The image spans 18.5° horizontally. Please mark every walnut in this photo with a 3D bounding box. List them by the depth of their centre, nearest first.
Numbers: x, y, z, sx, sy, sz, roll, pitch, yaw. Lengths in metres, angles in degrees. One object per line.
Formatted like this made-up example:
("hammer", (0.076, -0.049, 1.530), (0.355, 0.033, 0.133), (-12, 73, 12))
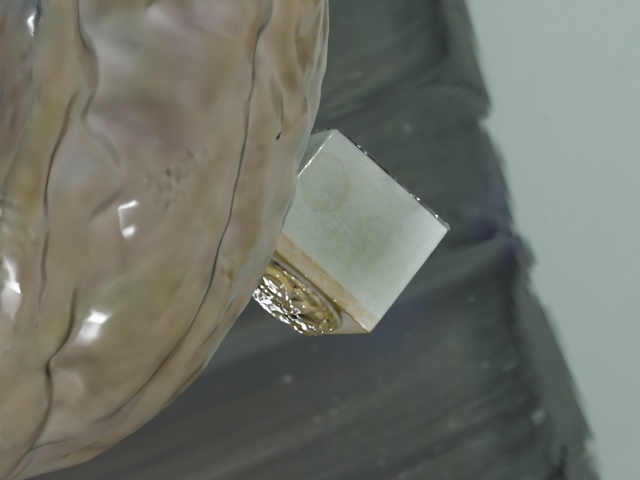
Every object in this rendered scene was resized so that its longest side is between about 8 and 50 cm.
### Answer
("walnut", (-0.083, -0.048, 0.474), (0.178, 0.178, 0.230), (-4, 81, 60))

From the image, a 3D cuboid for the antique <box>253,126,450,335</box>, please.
("antique", (0.000, 0.000, 1.754), (0.147, 0.148, 0.152), (40, 165, -13))
